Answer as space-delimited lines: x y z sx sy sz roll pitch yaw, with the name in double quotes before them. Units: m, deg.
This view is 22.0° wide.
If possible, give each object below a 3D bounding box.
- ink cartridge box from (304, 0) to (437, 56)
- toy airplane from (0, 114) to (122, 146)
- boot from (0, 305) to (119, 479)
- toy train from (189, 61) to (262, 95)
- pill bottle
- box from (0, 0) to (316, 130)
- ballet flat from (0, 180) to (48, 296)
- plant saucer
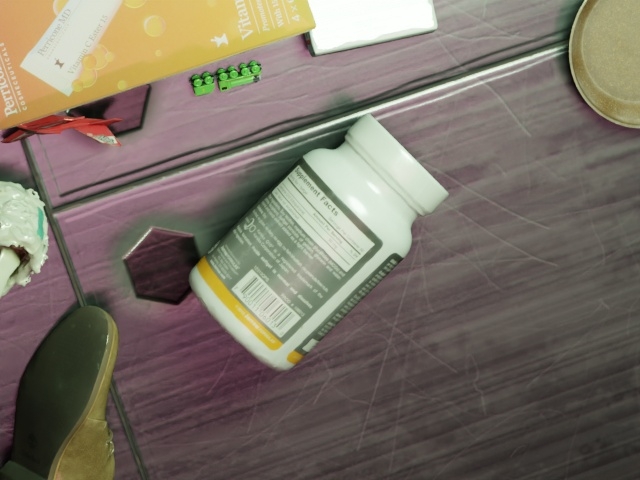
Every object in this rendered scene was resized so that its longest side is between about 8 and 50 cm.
"ink cartridge box" 0.040 -0.305 1.822 0.145 0.045 0.179 -12 91 -7
"toy airplane" -0.278 -0.124 1.767 0.151 0.151 0.028 2 81 -12
"boot" -0.285 0.220 1.901 0.115 0.112 0.305 11 103 -46
"toy train" -0.104 -0.180 1.834 0.083 0.017 0.024 -14 120 -7
"pill bottle" 0.000 0.000 1.837 0.278 0.162 0.162 -45 110 4
"box" -0.206 -0.280 1.700 0.345 0.168 0.215 -19 110 -5
"ballet flat" -0.462 0.087 1.771 0.409 0.147 0.147 -39 111 2
"plant saucer" 0.378 -0.230 1.906 0.198 0.036 0.199 -3 108 -10
